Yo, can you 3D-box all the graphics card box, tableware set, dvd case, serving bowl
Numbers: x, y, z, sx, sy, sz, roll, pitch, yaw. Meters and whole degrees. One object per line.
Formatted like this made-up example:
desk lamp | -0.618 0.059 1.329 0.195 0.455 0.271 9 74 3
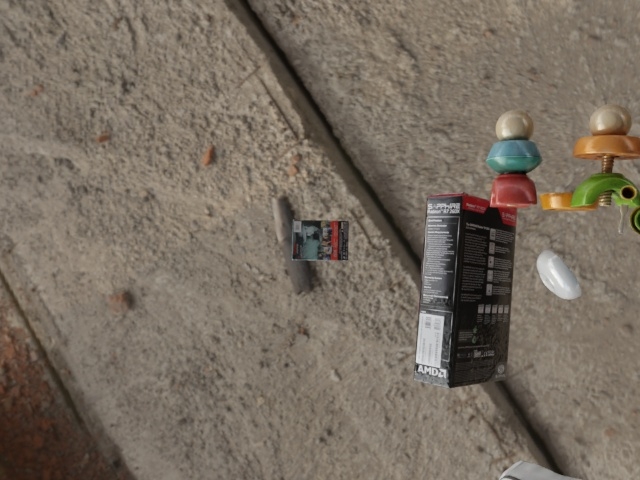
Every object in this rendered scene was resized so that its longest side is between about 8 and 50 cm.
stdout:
graphics card box | 0.301 0.102 1.181 0.094 0.232 0.371 1 86 44
tableware set | 0.507 -0.052 0.820 0.154 0.024 0.104 7 86 21
dvd case | 0.000 0.000 1.228 0.119 0.013 0.087 1 80 -1
serving bowl | 0.350 0.055 0.865 0.027 0.083 0.083 -34 82 0

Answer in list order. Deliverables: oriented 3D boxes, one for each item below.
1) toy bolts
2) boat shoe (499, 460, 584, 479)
toy bolts | 0.386 -0.133 0.960 0.228 0.218 0.159 2 91 4
boat shoe | 0.191 0.277 0.515 0.105 0.306 0.113 -32 76 -7
